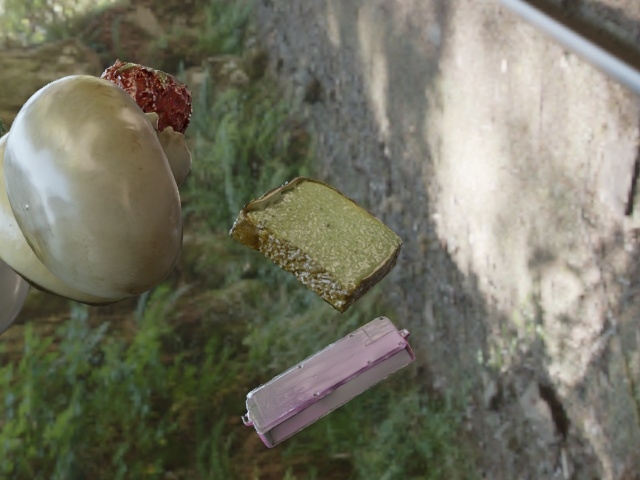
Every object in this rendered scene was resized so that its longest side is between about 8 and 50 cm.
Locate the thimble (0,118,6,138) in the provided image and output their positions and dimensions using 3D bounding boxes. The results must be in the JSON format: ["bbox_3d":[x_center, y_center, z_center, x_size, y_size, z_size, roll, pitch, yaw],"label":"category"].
[{"bbox_3d":[-0.682,-0.255,1.827,0.219,0.150,0.219,56,162,28],"label":"thimble"}]

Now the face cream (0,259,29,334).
[{"bbox_3d":[-0.684,0.069,1.745,0.357,0.312,0.219,10,139,42],"label":"face cream"}]

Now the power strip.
[{"bbox_3d":[0.011,0.208,1.500,0.037,0.279,0.109,62,176,-28],"label":"power strip"}]

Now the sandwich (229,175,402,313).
[{"bbox_3d":[0.000,0.001,1.758,0.226,0.251,0.087,-40,-20,-46],"label":"sandwich"}]

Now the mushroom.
[{"bbox_3d":[-0.214,-0.053,0.997,0.226,0.178,0.227,23,122,42],"label":"mushroom"}]

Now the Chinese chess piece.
[{"bbox_3d":[-0.307,-0.036,1.254,0.104,0.257,0.257,-52,29,23],"label":"Chinese chess piece"}]

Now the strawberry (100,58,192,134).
[{"bbox_3d":[-0.358,-0.220,1.975,0.205,0.205,0.245,-151,76,-78],"label":"strawberry"}]
